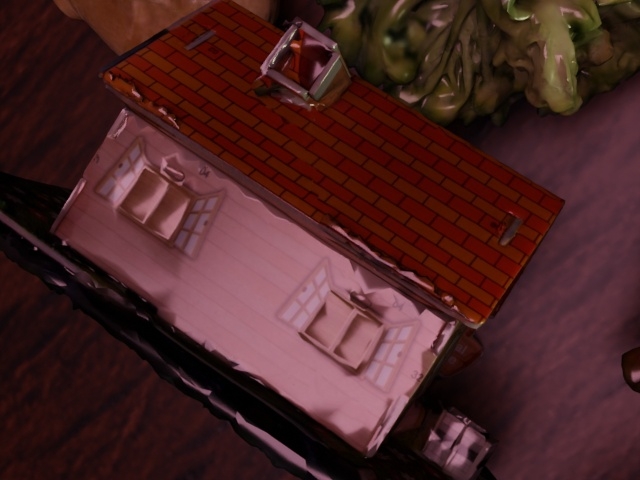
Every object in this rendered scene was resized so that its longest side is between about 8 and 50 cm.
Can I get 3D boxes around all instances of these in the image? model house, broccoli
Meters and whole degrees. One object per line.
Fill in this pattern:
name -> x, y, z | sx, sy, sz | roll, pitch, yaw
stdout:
model house -> -0.001, -0.001, 0.435 | 0.293, 0.207, 0.154 | 34, 94, 13
broccoli -> 0.102, -0.197, 0.375 | 0.247, 0.245, 0.288 | -8, 90, 22

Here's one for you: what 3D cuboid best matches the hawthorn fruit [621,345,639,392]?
hawthorn fruit -> 0.232, 0.042, 0.390 | 0.188, 0.169, 0.169 | -25, 84, 14

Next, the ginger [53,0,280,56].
ginger -> -0.144, -0.295, 0.525 | 0.348, 0.122, 0.363 | 16, 101, 17
